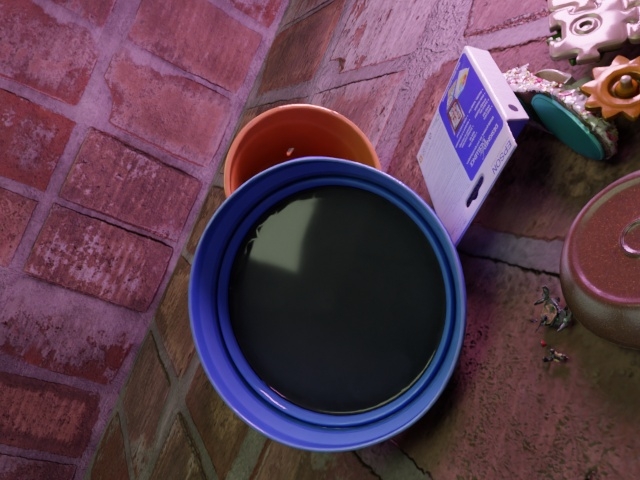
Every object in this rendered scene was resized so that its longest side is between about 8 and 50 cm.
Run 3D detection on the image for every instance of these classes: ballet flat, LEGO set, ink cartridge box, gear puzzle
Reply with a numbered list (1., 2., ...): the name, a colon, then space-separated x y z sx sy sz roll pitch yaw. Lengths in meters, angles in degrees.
1. ballet flat: 0.293 -0.175 0.676 0.077 0.091 0.241 -39 34 5
2. LEGO set: 0.255 0.092 0.594 0.054 0.024 0.083 -179 97 -66
3. ink cartridge box: 0.204 -0.119 0.750 0.206 0.045 0.208 108 161 -49
4. gear puzzle: 0.354 -0.264 0.628 0.176 0.044 0.338 -6 58 29

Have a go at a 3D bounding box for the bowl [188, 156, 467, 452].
1. bowl: 0.003 0.084 0.751 0.390 0.391 0.077 -62 -18 9

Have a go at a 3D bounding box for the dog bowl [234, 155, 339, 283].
1. dog bowl: 0.000 0.000 0.868 0.264 0.265 0.104 -63 -8 8

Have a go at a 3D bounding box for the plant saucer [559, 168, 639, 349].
1. plant saucer: 0.310 0.003 0.514 0.199 0.036 0.198 -38 35 34

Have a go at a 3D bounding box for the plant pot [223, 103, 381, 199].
1. plant pot: -0.045 -0.095 1.074 0.203 0.291 0.290 147 143 -77
